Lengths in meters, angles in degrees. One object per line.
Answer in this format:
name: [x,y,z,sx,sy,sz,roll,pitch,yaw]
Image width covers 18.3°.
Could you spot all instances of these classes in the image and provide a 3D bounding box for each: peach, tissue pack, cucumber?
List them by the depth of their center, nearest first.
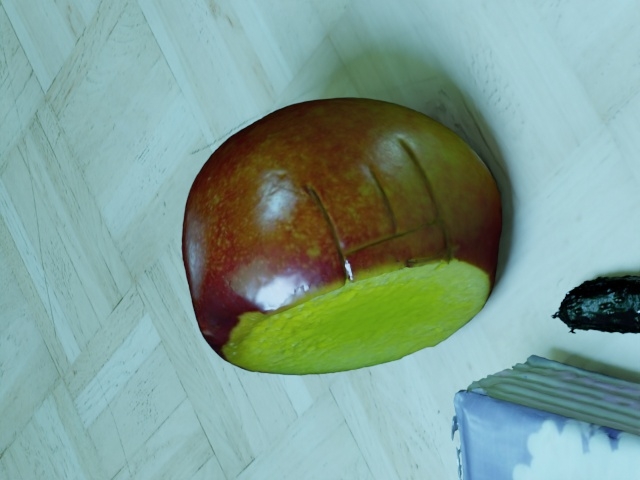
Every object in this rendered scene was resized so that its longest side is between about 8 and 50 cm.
tissue pack: [0.257,0.240,1.511,0.344,0.125,0.242,12,112,52]
cucumber: [0.242,0.051,1.530,0.181,0.053,0.053,-5,99,56]
peach: [0.000,0.000,1.655,0.245,0.275,0.248,42,128,34]
